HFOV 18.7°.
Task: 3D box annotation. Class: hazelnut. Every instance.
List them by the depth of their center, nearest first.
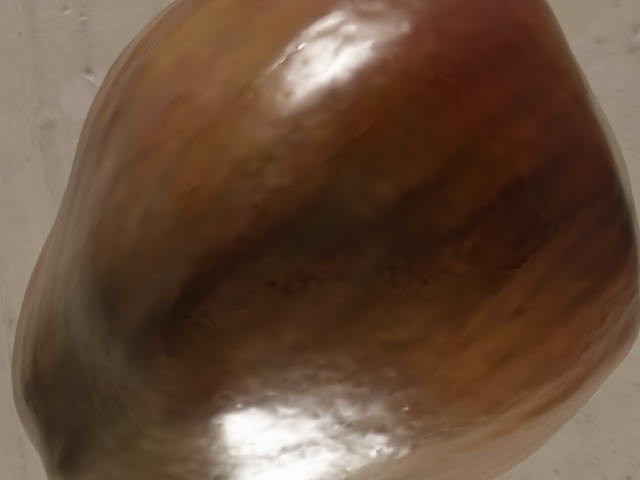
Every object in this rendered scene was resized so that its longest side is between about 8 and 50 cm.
[{"bbox_3d":[0.006,0.009,0.608,0.186,0.210,0.210,15,-86,-21],"label":"hazelnut"}]
